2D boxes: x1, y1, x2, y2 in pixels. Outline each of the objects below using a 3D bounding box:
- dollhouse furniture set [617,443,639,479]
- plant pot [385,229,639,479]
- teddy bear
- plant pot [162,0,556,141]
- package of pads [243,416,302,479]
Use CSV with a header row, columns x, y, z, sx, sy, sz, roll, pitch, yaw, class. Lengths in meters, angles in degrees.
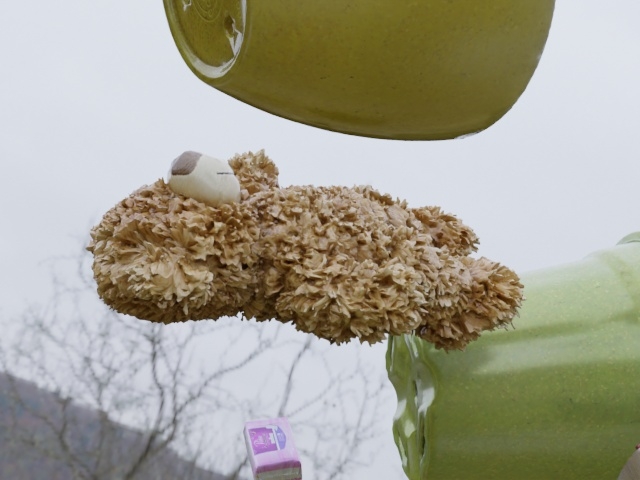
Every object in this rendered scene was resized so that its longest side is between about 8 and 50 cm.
x,y,z,sx,sy,sz,roll,pitch,yaw,class
0.309,0.161,0.699,0.129,0.129,0.183,-8,-44,-17,dollhouse furniture set
0.201,0.133,0.979,0.254,0.276,0.276,-3,-16,-7,plant pot
0.000,0.000,0.782,0.338,0.245,0.113,14,-60,-11,teddy bear
0.001,-0.094,0.357,0.095,0.134,0.134,-13,-2,-30,plant pot
-0.051,0.222,1.076,0.050,0.032,0.083,-5,27,-11,package of pads
